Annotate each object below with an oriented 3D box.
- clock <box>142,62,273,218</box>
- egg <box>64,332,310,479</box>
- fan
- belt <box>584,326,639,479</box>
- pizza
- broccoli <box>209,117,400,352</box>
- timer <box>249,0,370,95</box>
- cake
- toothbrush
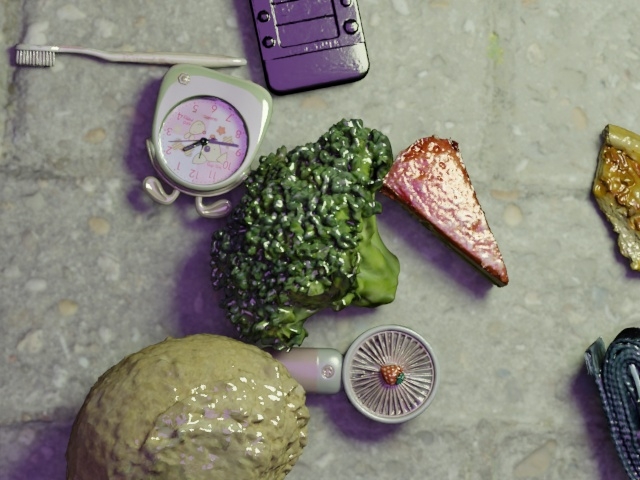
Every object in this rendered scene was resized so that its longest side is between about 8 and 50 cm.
[{"bbox_3d":[-0.155,-0.129,1.815,0.152,0.062,0.191,17,84,-6],"label":"clock"},{"bbox_3d":[-0.167,0.246,1.680,0.310,0.279,0.279,-38,90,-10],"label":"egg"},{"bbox_3d":[0.034,0.175,1.807,0.244,0.074,0.130,1,86,-2],"label":"fan"},{"bbox_3d":[0.443,0.222,1.833,0.122,0.128,0.218,-16,89,22],"label":"belt"},{"bbox_3d":[0.459,-0.040,1.883,0.134,0.056,0.271,-23,87,-16],"label":"pizza"},{"bbox_3d":[0.000,0.000,1.769,0.288,0.245,0.248,-27,57,18],"label":"broccoli"},{"bbox_3d":[-0.019,-0.297,1.852,0.144,0.055,0.187,-11,91,-6],"label":"timer"},{"bbox_3d":[0.189,-0.048,1.836,0.220,0.086,0.116,37,84,-2],"label":"cake"},{"bbox_3d":[-0.252,-0.241,1.831,0.307,0.025,0.029,2,93,-6],"label":"toothbrush"}]
